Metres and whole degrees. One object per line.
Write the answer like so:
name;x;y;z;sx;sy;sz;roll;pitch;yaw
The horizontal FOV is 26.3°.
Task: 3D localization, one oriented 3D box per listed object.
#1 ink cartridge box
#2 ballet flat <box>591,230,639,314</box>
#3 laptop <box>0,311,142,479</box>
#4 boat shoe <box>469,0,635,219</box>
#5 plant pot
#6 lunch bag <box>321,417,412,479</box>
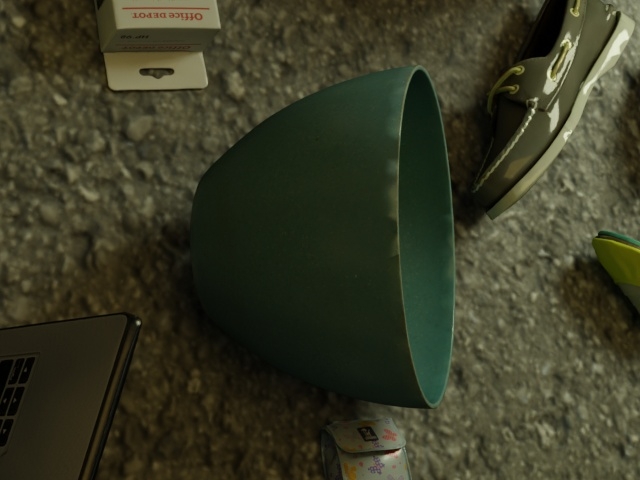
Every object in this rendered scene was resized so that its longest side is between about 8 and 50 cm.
ink cartridge box;-0.156;-0.235;1.283;0.104;0.060;0.180;-5;76;-24
ballet flat;0.374;0.062;1.413;0.231;0.077;0.077;21;84;-18
laptop;-0.376;0.198;0.929;0.236;0.408;0.382;31;64;-36
boat shoe;0.218;-0.147;1.391;0.091;0.109;0.305;39;58;-7
plant pot;0.000;0.000;1.185;0.195;0.290;0.290;-2;72;14
lunch bag;0.041;0.202;1.239;0.071;0.053;0.083;1;65;-24
